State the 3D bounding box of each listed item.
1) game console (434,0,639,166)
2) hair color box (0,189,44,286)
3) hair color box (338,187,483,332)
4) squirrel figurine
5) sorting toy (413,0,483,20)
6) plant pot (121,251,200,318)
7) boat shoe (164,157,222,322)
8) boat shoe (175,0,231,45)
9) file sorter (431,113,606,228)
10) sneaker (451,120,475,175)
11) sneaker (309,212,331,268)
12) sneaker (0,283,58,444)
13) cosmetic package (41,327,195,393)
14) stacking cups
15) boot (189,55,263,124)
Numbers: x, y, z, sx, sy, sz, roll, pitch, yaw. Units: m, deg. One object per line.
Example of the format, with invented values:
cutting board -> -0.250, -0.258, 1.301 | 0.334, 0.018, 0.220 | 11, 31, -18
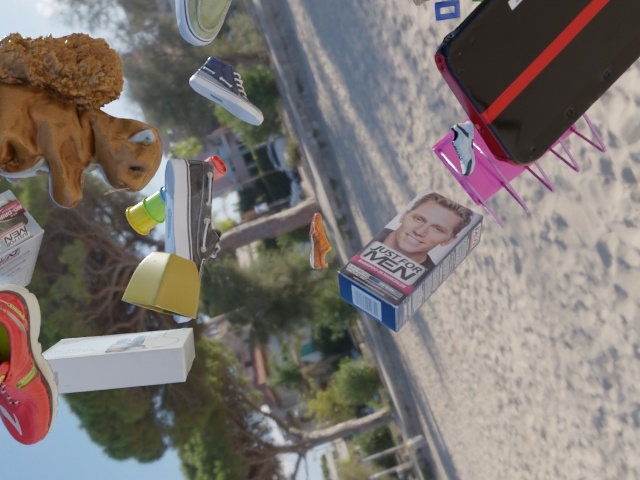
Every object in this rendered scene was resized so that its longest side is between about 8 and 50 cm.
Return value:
game console -> 0.399, -0.342, 1.165 | 0.342, 0.386, 0.060 | 42, -177, -40
hair color box -> -0.713, 0.049, 1.437 | 0.113, 0.185, 0.374 | 51, 147, -1
hair color box -> 0.217, 0.037, 1.611 | 0.174, 0.347, 0.105 | 30, 147, 29
squirrel figurine -> -0.538, -0.270, 1.504 | 0.281, 0.370, 0.397 | -147, 60, -81
sorting toy -> 0.284, -0.640, 1.574 | 0.347, 0.196, 0.047 | 34, -131, -57
plant pot -> -0.227, 0.062, 1.000 | 0.081, 0.081, 0.083 | 27, -108, -49
boat shoe -> -0.231, 0.000, 1.258 | 0.108, 0.102, 0.301 | 169, 100, -64
boat shoe -> -0.199, -0.529, 1.322 | 0.109, 0.094, 0.302 | 19, -98, -45
file sorter -> 0.444, -0.198, 1.510 | 0.202, 0.290, 0.182 | 44, -167, -30
sneaker -> 0.283, -0.183, 1.363 | 0.040, 0.043, 0.109 | -152, 55, -75
sneaker -> 0.000, 0.000, 2.073 | 0.064, 0.067, 0.175 | -95, 3, -72
sneaker -> -0.499, 0.210, 1.071 | 0.118, 0.107, 0.279 | -70, -24, -71
cosmetic package -> -0.538, 0.317, 1.819 | 0.284, 0.377, 0.097 | -172, 78, -84
stacking cups -> -0.402, -0.132, 1.933 | 0.096, 0.316, 0.096 | 53, -163, -24
boot -> -0.194, -0.340, 1.526 | 0.190, 0.086, 0.069 | 32, 164, 3
